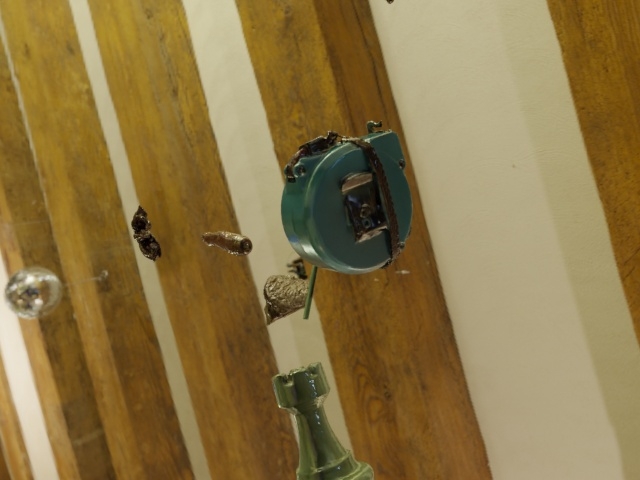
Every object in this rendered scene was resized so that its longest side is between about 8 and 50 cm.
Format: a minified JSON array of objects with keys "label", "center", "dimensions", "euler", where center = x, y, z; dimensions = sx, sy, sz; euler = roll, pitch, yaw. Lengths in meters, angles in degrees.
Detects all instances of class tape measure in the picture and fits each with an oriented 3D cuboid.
[{"label":"tape measure","center":[0.025,-0.034,0.517],"dimensions":[0.081,0.125,0.146],"euler":[7,-63,57]}]

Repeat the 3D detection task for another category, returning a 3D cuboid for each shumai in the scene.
[{"label":"shumai","center":[-0.078,0.137,1.284],"dimensions":[0.105,0.122,0.139],"euler":[101,-13,-46]}]

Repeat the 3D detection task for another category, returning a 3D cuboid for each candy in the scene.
[{"label":"candy","center":[0.001,0.000,0.969],"dimensions":[0.084,0.078,0.288],"euler":[8,-102,3]}]

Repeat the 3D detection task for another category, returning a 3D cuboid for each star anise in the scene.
[{"label":"star anise","center":[-0.481,-0.014,1.467],"dimensions":[0.168,0.057,0.168],"euler":[57,-19,31]}]

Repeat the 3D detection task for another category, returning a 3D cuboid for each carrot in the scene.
[{"label":"carrot","center":[-0.164,0.000,0.907],"dimensions":[0.165,0.035,0.036],"euler":[14,-72,51]}]

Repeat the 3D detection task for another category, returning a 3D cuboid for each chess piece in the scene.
[{"label":"chess piece","center":[-0.010,0.426,1.164],"dimensions":[0.194,0.194,0.299],"euler":[-26,-102,41]}]

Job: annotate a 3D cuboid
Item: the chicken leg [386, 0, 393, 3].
[{"label":"chicken leg","center":[0.130,-0.394,0.813],"dimensions":[0.178,0.093,0.070],"euler":[-139,-131,-76]}]
